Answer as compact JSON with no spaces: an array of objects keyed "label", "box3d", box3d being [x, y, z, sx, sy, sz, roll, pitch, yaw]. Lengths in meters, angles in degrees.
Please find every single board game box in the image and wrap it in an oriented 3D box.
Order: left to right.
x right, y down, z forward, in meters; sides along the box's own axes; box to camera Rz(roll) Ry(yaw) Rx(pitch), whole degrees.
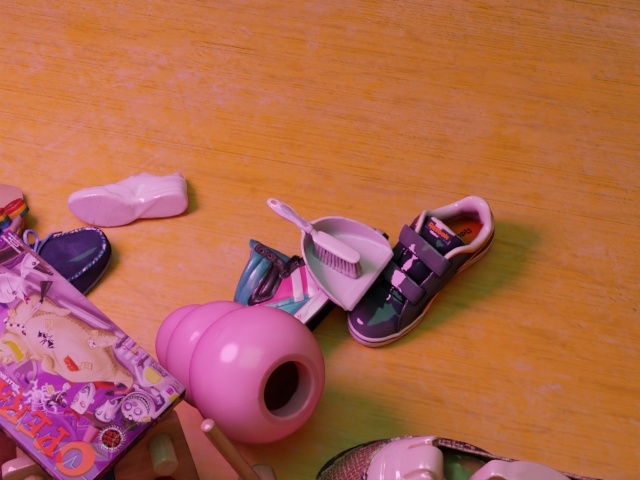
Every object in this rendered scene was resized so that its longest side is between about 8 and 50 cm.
[{"label":"board game box","box3d":[-0.378,0.163,1.520,0.347,0.056,0.208,40,65,10]}]

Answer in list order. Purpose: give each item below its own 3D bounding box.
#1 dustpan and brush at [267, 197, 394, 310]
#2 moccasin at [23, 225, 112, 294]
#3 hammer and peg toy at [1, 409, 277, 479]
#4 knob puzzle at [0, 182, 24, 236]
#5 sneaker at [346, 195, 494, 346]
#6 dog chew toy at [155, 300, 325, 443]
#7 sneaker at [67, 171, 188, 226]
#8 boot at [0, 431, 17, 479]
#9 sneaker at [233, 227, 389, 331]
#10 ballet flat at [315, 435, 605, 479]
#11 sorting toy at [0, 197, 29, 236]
[{"label":"dustpan and brush","box3d":[0.000,0.000,1.815,0.211,0.060,0.147,31,61,14]},{"label":"moccasin","box3d":[-0.508,0.076,1.889,0.342,0.117,0.137,-34,63,-17]},{"label":"hammer and peg toy","box3d":[-0.252,0.348,1.629,0.361,0.266,0.127,-18,41,-7]},{"label":"knob puzzle","box3d":[-0.613,-0.028,2.010,0.213,0.030,0.213,-2,58,3]},{"label":"sneaker","box3d":[0.165,0.038,1.880,0.126,0.127,0.321,40,69,22]},{"label":"dog chew toy","box3d":[-0.143,0.186,1.734,0.206,0.206,0.332,-44,32,-22]},{"label":"sneaker","box3d":[-0.346,-0.085,2.017,0.212,0.080,0.094,-4,46,-8]},{"label":"boot","box3d":[-0.568,0.365,1.650,0.280,0.096,0.264,23,79,-13]},{"label":"sneaker","box3d":[-0.037,0.046,1.891,0.178,0.124,0.295,41,69,14]},{"label":"ballet flat","box3d":[0.228,0.362,1.643,0.483,0.182,0.164,8,60,8]},{"label":"sorting toy","box3d":[-0.580,0.006,1.875,0.132,0.046,0.274,-26,23,11]}]
